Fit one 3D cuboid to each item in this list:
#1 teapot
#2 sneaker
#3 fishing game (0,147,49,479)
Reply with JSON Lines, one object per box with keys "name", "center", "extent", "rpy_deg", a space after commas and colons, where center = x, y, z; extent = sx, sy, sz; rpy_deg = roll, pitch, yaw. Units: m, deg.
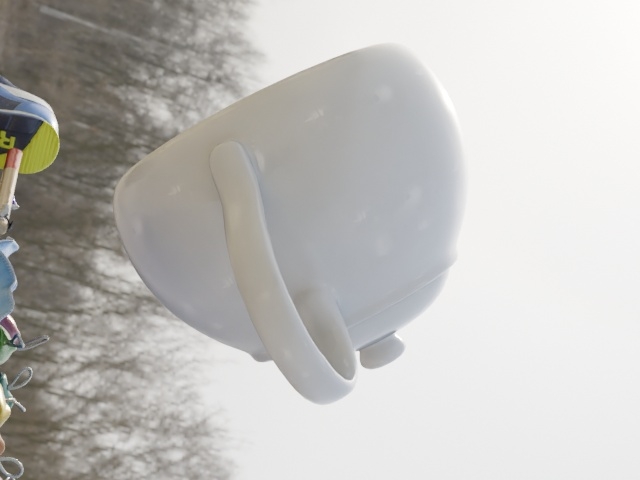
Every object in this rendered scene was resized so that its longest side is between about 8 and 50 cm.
{"name": "teapot", "center": [0.000, 0.000, 0.624], "extent": [0.252, 0.256, 0.187], "rpy_deg": [-26, -90, 57]}
{"name": "sneaker", "center": [-0.242, -0.089, 0.624], "extent": [0.053, 0.144, 0.059], "rpy_deg": [-60, -160, 26]}
{"name": "fishing game", "center": [-0.177, 0.089, 0.529], "extent": [0.189, 0.041, 0.264], "rpy_deg": [-125, -136, -67]}
